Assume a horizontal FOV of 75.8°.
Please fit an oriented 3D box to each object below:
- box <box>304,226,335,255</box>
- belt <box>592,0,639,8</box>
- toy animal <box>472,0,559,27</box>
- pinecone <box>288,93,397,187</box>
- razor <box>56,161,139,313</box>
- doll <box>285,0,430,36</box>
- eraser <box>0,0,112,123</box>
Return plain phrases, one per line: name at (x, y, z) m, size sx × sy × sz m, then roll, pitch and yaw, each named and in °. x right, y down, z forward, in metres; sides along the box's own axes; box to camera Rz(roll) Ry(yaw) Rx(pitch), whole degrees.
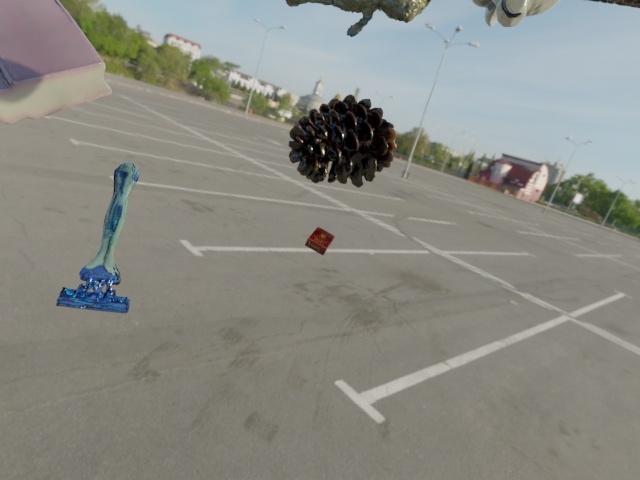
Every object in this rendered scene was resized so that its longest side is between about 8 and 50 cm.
box at (0.000, 0.000, 0.990) m, size 0.051 × 0.023 × 0.082 m, roll 30°, pitch 28°, yaw 4°
belt at (0.165, -0.153, 0.164) m, size 0.261 × 0.105 × 0.184 m, roll -1°, pitch 29°, yaw -17°
toy animal at (0.468, -0.607, 0.961) m, size 0.194 × 0.258 × 0.357 m, roll 42°, pitch 18°, yaw -1°
pinecone at (0.047, -0.244, 1.071) m, size 0.291 × 0.247 × 0.246 m, roll -22°, pitch 38°, yaw -33°
razor at (-0.339, -0.033, 0.682) m, size 0.093 × 0.056 × 0.325 m, roll 14°, pitch 45°, yaw -26°
doll at (0.069, -0.486, 0.826) m, size 0.285 × 0.203 × 0.091 m, roll -11°, pitch -28°, yaw 7°
eraser at (-0.747, -0.489, 1.042) m, size 0.272 × 0.122 × 0.359 m, roll -30°, pitch 73°, yaw -25°
